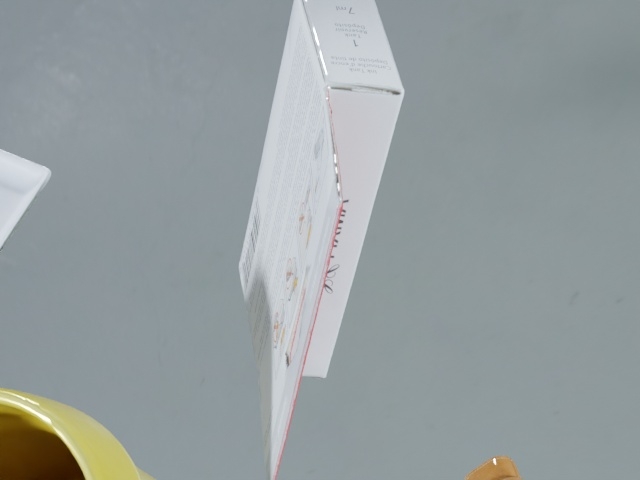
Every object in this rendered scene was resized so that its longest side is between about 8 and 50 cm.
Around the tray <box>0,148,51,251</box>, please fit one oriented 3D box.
[{"bbox_3d":[-0.406,0.018,1.613,0.145,0.030,0.270,22,71,27],"label":"tray"}]

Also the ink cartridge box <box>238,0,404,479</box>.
[{"bbox_3d":[0.000,0.000,1.133,0.066,0.296,0.261,3,42,-13],"label":"ink cartridge box"}]

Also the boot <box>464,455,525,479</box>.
[{"bbox_3d":[0.168,0.408,1.792,0.109,0.220,0.283,24,117,-34],"label":"boot"}]

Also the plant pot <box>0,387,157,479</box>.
[{"bbox_3d":[-0.228,0.259,1.239,0.254,0.239,0.254,-5,77,19],"label":"plant pot"}]
